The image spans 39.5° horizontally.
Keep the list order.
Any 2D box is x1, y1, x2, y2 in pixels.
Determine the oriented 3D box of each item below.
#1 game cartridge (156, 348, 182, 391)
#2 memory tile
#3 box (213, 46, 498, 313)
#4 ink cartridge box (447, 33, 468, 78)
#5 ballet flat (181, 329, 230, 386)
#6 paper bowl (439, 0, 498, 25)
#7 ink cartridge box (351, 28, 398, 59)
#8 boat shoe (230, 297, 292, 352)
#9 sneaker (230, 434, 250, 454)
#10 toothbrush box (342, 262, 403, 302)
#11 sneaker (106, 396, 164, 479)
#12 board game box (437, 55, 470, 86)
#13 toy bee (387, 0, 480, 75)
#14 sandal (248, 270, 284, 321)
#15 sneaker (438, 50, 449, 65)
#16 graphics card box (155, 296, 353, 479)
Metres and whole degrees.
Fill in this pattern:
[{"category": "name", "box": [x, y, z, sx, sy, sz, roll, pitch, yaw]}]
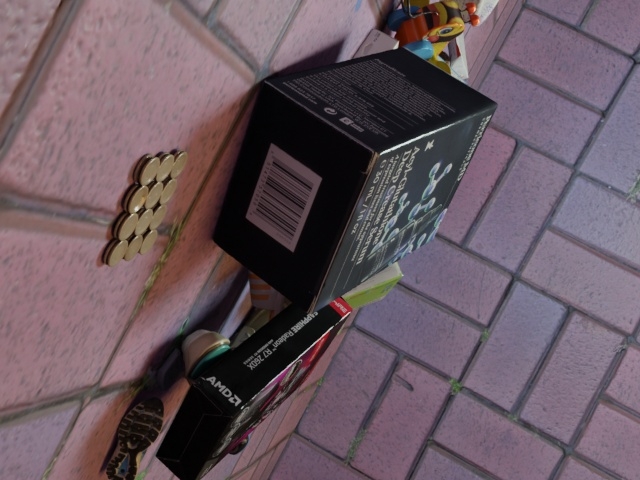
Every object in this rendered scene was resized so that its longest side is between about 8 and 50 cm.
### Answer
[{"category": "game cartridge", "box": [-0.256, 0.222, 1.511, 0.056, 0.017, 0.083, -59, 170, -31]}, {"category": "memory tile", "box": [-0.209, -0.040, 1.067, 0.148, 0.012, 0.113, -64, 169, 19]}, {"category": "box", "box": [0.061, -0.111, 1.425, 0.395, 0.212, 0.293, -28, 147, -50]}, {"category": "ink cartridge box", "box": [0.325, -0.498, 2.195, 0.179, 0.045, 0.145, 42, 41, -63]}, {"category": "ballet flat", "box": [-0.204, 0.199, 1.519, 0.086, 0.086, 0.248, -56, 172, -28]}, {"category": "paper bowl", "box": [0.319, -0.587, 1.791, 0.284, 0.148, 0.284, -59, 169, -18]}, {"category": "ink cartridge box", "box": [0.096, -0.315, 1.684, 0.099, 0.056, 0.135, -57, 169, -21]}, {"category": "boat shoe", "box": [-0.144, 0.238, 1.844, 0.302, 0.109, 0.094, -56, 167, -13]}, {"category": "sneaker", "box": [-0.216, 0.483, 2.287, 0.078, 0.067, 0.188, -22, 146, -40]}, {"category": "toothbrush box", "box": [0.041, 0.086, 1.919, 0.206, 0.122, 0.283, -20, 168, -9]}, {"category": "sneaker", "box": [-0.304, 0.320, 1.468, 0.162, 0.063, 0.073, -60, -172, 17]}, {"category": "board game box", "box": [0.274, -0.382, 2.099, 0.026, 0.154, 0.103, -39, -171, 49]}, {"category": "toy bee", "box": [0.215, -0.388, 1.691, 0.298, 0.162, 0.195, -141, -140, -80]}, {"category": "sandal", "box": [-0.097, 0.044, 1.686, 0.102, 0.076, 0.265, 177, -79, -85]}, {"category": "sneaker", "box": [0.232, -0.331, 2.177, 0.282, 0.099, 0.153, -57, 167, -37]}, {"category": "graphics card box", "box": [-0.110, 0.243, 1.561, 0.371, 0.094, 0.233, -35, 161, -48]}]
